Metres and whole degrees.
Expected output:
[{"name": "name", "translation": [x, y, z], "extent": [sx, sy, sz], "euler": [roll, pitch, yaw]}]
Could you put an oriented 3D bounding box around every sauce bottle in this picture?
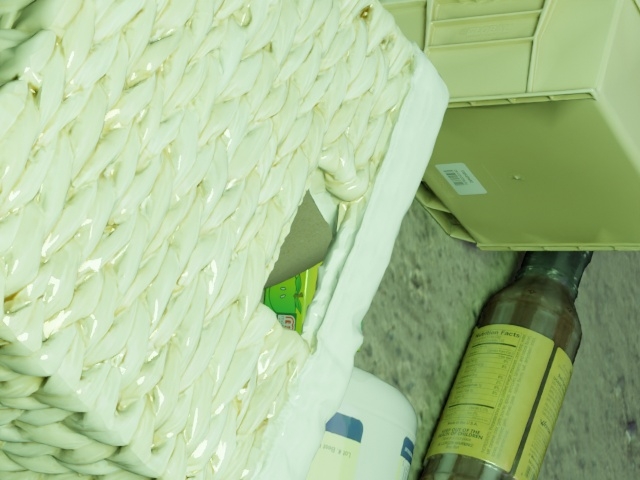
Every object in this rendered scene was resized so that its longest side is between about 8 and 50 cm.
[{"name": "sauce bottle", "translation": [0.199, 0.128, 1.531], "extent": [0.111, 0.111, 0.344], "euler": [57, 48, -39]}]

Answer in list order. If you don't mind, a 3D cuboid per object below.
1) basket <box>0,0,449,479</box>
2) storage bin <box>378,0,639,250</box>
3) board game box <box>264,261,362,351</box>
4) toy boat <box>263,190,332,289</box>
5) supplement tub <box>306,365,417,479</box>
[{"name": "basket", "translation": [-0.158, -0.032, 0.817], "extent": [0.266, 0.331, 0.328], "euler": [51, 50, -40]}, {"name": "storage bin", "translation": [0.190, -0.105, 1.381], "extent": [0.262, 0.260, 0.123], "euler": [45, 54, -47]}, {"name": "board game box", "translation": [0.000, 0.000, 1.297], "extent": [0.092, 0.043, 0.181], "euler": [13, 80, -55]}, {"name": "toy boat", "translation": [-0.066, -0.064, 1.137], "extent": [0.231, 0.151, 0.151], "euler": [47, 17, -56]}, {"name": "supplement tub", "translation": [-0.076, 0.241, 1.023], "extent": [0.235, 0.235, 0.325], "euler": [34, 63, -51]}]
